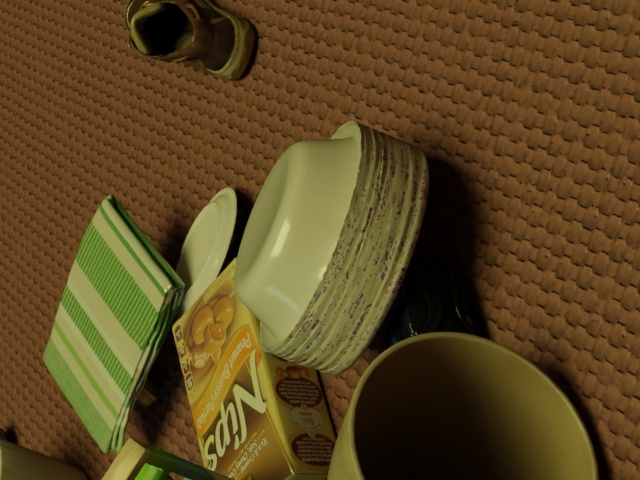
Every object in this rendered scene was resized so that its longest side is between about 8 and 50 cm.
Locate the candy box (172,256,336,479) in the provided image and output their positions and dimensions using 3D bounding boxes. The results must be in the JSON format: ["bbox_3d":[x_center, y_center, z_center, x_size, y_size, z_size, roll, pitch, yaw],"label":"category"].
[{"bbox_3d":[-0.087,0.203,1.770,0.183,0.087,0.316,-46,48,39],"label":"candy box"}]

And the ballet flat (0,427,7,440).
[{"bbox_3d":[-0.665,0.457,2.525,0.342,0.116,0.124,-39,72,39],"label":"ballet flat"}]

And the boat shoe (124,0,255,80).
[{"bbox_3d":[-0.230,-0.326,2.048,0.342,0.123,0.123,35,111,51],"label":"boat shoe"}]

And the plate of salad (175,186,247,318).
[{"bbox_3d":[-0.157,0.020,1.934,0.200,0.048,0.200,-51,26,37],"label":"plate of salad"}]

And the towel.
[{"bbox_3d":[-0.312,0.125,2.015,0.248,0.038,0.325,47,126,37],"label":"towel"}]

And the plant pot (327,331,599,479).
[{"bbox_3d":[0.105,0.273,1.386,0.274,0.256,0.256,119,142,-50],"label":"plant pot"}]

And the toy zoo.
[{"bbox_3d":[-0.190,0.348,1.592,0.030,0.293,0.192,31,85,32],"label":"toy zoo"}]

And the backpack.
[{"bbox_3d":[0.112,0.083,1.510,0.101,0.098,0.120,-40,53,47],"label":"backpack"}]

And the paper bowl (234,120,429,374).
[{"bbox_3d":[0.000,0.000,1.555,0.284,0.148,0.284,-158,90,-76],"label":"paper bowl"}]

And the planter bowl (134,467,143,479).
[{"bbox_3d":[-0.302,0.445,2.017,0.217,0.090,0.217,-17,69,51],"label":"planter bowl"}]

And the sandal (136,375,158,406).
[{"bbox_3d":[-0.292,0.148,2.100,0.079,0.088,0.240,-39,53,3],"label":"sandal"}]

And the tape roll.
[{"bbox_3d":[-0.503,0.452,2.176,0.246,0.169,0.246,-37,39,37],"label":"tape roll"}]
